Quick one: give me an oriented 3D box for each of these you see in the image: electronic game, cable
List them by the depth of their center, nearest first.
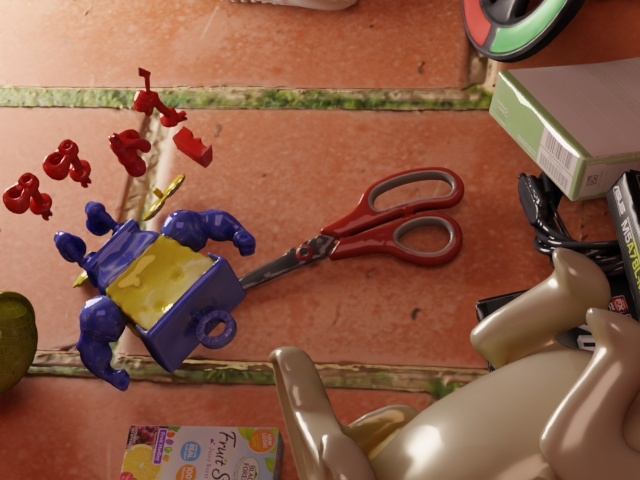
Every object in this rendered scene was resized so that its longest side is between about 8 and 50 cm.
[{"bbox_3d":[0.271,-0.023,1.702,0.151,0.047,0.184,-5,33,-8],"label":"cable"},{"bbox_3d":[0.215,-0.292,1.834,0.048,0.229,0.229,15,48,-29],"label":"electronic game"}]

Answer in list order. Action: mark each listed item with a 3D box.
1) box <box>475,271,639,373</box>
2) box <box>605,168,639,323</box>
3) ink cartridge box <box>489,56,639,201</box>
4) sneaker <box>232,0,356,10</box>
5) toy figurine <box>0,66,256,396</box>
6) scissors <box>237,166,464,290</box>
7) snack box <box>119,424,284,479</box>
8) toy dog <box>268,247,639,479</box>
[{"bbox_3d":[0.245,0.136,1.603,0.175,0.051,0.220,-12,54,1],"label":"box"},{"bbox_3d":[0.360,0.033,1.605,0.191,0.045,0.184,10,48,-22],"label":"box"},{"bbox_3d":[0.307,-0.116,1.751,0.235,0.056,0.171,-7,36,-24],"label":"ink cartridge box"},{"bbox_3d":[-0.071,-0.296,1.959,0.235,0.095,0.090,19,54,0],"label":"sneaker"},{"bbox_3d":[-0.182,0.045,1.670,0.217,0.191,0.362,34,69,27],"label":"toy figurine"},{"bbox_3d":[0.000,0.000,1.769,0.297,0.021,0.109,-13,62,5],"label":"scissors"},{"bbox_3d":[-0.109,0.217,1.623,0.141,0.037,0.100,0,56,11],"label":"snack box"},{"bbox_3d":[0.208,0.208,1.372,0.408,0.284,0.395,-15,98,-6],"label":"toy dog"}]
